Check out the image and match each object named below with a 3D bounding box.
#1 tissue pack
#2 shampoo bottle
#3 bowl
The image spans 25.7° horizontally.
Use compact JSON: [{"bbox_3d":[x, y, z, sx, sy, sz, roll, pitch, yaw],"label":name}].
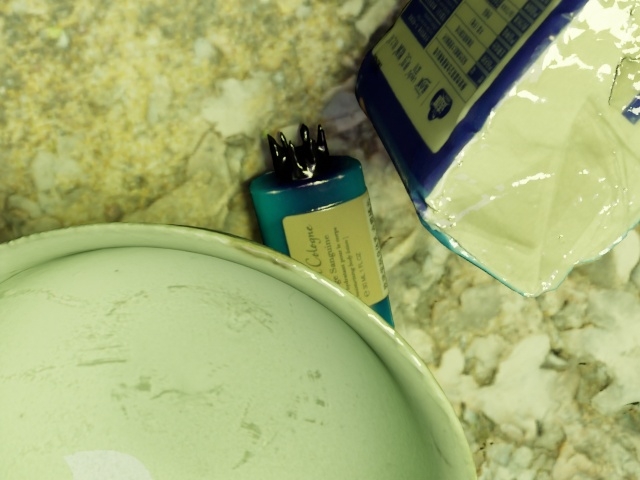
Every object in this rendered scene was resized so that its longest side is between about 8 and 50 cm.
[{"bbox_3d":[0.139,-0.107,0.928,0.137,0.270,0.209,33,103,-19],"label":"tissue pack"},{"bbox_3d":[0.000,0.000,1.069,0.087,0.050,0.183,-12,113,1],"label":"shampoo bottle"},{"bbox_3d":[-0.101,0.143,1.013,0.434,0.196,0.435,3,116,5],"label":"bowl"}]
